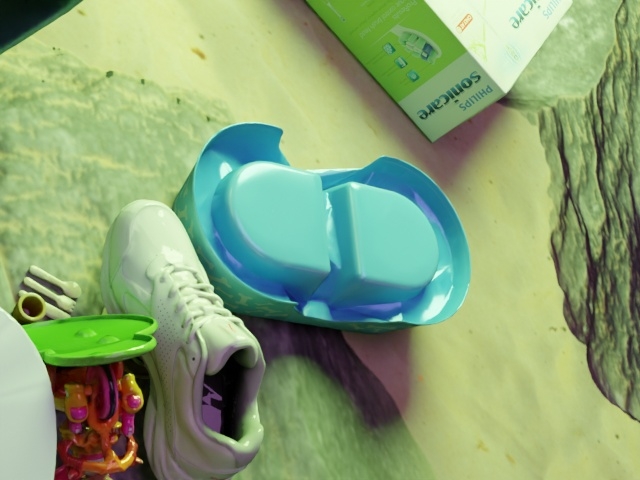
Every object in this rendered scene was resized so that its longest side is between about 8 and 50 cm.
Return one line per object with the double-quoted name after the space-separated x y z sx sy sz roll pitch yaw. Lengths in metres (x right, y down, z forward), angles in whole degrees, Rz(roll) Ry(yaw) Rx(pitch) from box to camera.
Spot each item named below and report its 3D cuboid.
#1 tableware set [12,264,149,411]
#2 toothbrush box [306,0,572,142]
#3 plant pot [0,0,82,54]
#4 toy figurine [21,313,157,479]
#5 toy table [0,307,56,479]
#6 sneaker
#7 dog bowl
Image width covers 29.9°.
-0.172 0.087 0.917 0.154 0.024 0.104 33 51 -21 "tableware set"
0.104 -0.282 1.264 0.283 0.122 0.206 48 47 -9 "toothbrush box"
-0.337 -0.215 0.731 0.252 0.247 0.247 59 6 3 "plant pot"
-0.158 0.142 0.816 0.130 0.173 0.159 -10 97 -31 "toy figurine"
-0.278 0.169 0.697 0.252 0.161 0.274 44 47 -11 "toy table"
-0.090 0.069 0.896 0.090 0.115 0.232 -10 77 -40 "sneaker"
0.000 0.000 1.065 0.297 0.074 0.166 11 61 -33 "dog bowl"
